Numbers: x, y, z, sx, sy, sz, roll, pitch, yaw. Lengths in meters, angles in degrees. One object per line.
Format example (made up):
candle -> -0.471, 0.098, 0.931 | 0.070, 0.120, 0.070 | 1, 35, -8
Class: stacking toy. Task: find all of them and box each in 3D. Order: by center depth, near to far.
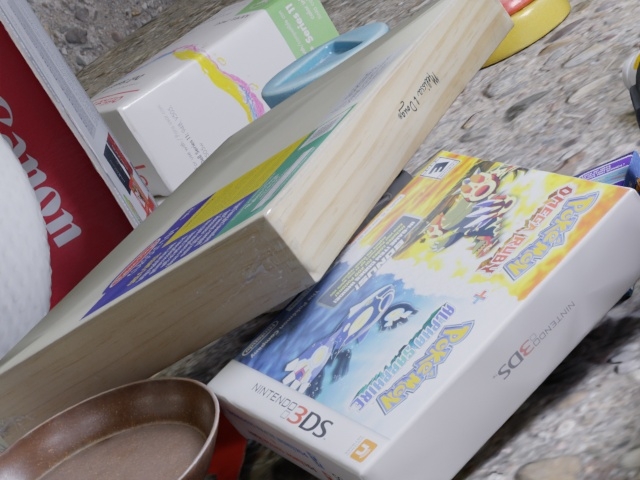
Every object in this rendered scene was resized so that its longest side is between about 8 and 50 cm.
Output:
stacking toy -> 0.047, -0.191, 1.651 | 0.309, 0.130, 0.279 | -37, 16, -22

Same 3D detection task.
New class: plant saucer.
plant saucer -> -0.126, 0.135, 0.940 | 0.168, 0.029, 0.168 | -23, 23, 10

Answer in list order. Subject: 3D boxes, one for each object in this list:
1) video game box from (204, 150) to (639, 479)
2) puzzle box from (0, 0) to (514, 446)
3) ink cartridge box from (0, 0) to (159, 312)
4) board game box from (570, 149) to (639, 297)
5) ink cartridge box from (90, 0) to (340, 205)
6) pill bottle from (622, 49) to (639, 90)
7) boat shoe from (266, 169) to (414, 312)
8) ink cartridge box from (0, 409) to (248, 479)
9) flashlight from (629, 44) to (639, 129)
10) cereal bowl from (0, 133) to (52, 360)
video game box -> 0.055, 0.043, 0.920 | 0.205, 0.048, 0.187 | -45, 28, -15
puzzle box -> -0.040, -0.030, 1.170 | 0.272, 0.052, 0.409 | -30, 12, 34
ink cartridge box -> -0.254, -0.074, 1.505 | 0.130, 0.309, 0.272 | -31, 14, 1
board game box -> 0.096, 0.023, 1.027 | 0.201, 0.035, 0.136 | -23, 17, 27
ink cartridge box -> -0.160, -0.142, 1.922 | 0.353, 0.119, 0.207 | -39, 16, -27
pill bottle -> 0.239, -0.114, 1.176 | 0.043, 0.043, 0.083 | -35, 15, -14
boat shoe -> 0.000, 0.000, 1.239 | 0.184, 0.063, 0.066 | -20, 18, 37
ink cartridge box -> -0.228, 0.188, 1.025 | 0.385, 0.091, 0.308 | -29, 15, 13
flashlight -> 0.204, -0.039, 0.858 | 0.103, 0.103, 0.304 | 4, 23, 1
cereal bowl -> -0.334, 0.037, 1.368 | 0.339, 0.339, 0.141 | -22, -15, 33
